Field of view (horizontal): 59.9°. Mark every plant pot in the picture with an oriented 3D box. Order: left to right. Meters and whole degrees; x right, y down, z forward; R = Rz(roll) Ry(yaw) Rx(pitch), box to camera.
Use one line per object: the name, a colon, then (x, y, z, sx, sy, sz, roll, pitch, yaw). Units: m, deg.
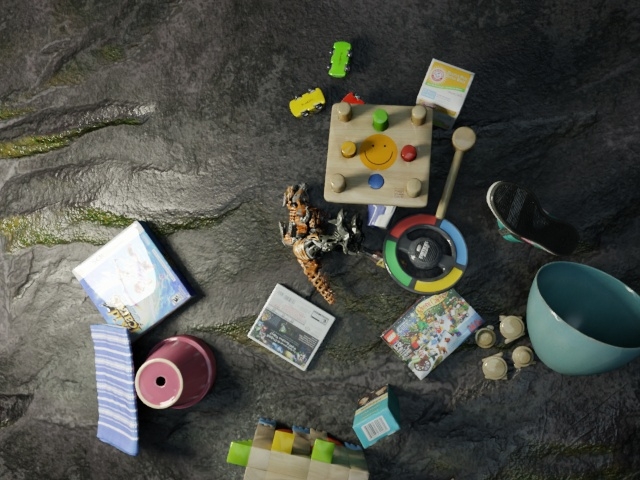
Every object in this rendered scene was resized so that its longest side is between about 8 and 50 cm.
plant pot: (-0.402, 0.367, 1.501, 0.201, 0.180, 0.202, 0, 89, 7)
plant pot: (0.631, 0.218, 1.367, 0.290, 0.290, 0.196, 20, 127, 6)

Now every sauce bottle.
sauce bottle: (0.172, 0.053, 1.515, 0.128, 0.042, 0.042, 21, 91, 8)

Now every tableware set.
tableware set: (0.490, 0.286, 1.485, 0.141, 0.020, 0.169, -18, 88, 8)

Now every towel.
towel: (-0.564, 0.399, 1.512, 0.243, 0.040, 0.336, -5, 91, 48)

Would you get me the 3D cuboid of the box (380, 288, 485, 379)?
box: (0.299, 0.236, 1.494, 0.233, 0.044, 0.159, -44, 85, 4)

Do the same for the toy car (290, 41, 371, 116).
toy car: (0.048, -0.431, 1.527, 0.238, 0.053, 0.225, 10, 85, 13)

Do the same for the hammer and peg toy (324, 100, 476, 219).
hammer and peg toy: (0.196, -0.202, 1.357, 0.361, 0.127, 0.266, 5, 81, 7)

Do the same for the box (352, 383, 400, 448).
box: (0.145, 0.438, 1.406, 0.100, 0.244, 0.060, -31, 85, 5)

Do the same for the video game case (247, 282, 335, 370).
video game case: (-0.081, 0.241, 1.548, 0.190, 0.022, 0.173, 30, 92, 5)

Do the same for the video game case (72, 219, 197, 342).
video game case: (-0.530, 0.121, 1.580, 0.244, 0.061, 0.270, -37, 85, 5)

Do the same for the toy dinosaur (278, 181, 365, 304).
toy dinosaur: (0.000, 0.000, 1.505, 0.218, 0.164, 0.322, -15, 105, 21)

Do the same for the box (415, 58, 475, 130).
box: (0.313, -0.369, 1.425, 0.114, 0.203, 0.103, 22, 91, 6)

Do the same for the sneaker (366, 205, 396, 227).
sneaker: (0.143, -0.190, 1.491, 0.182, 0.127, 0.316, 14, 83, 10)

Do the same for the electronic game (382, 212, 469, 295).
electronic game: (0.278, 0.034, 1.471, 0.229, 0.048, 0.230, 0, 71, 1)

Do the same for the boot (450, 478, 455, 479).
boot: (0.308, 0.686, 1.487, 0.086, 0.042, 0.119, 13, 83, 14)

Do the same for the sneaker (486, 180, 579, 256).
sneaker: (0.498, -0.070, 1.411, 0.295, 0.178, 0.124, 31, 92, -23)

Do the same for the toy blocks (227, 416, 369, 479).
toy blocks: (-0.036, 0.564, 1.430, 0.381, 0.261, 0.191, 13, 88, -1)
